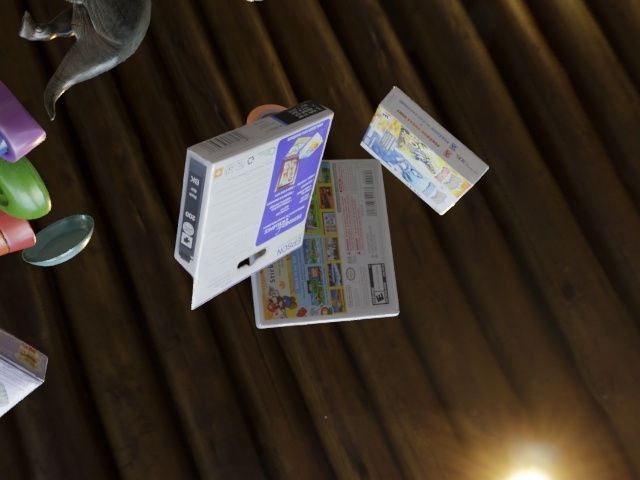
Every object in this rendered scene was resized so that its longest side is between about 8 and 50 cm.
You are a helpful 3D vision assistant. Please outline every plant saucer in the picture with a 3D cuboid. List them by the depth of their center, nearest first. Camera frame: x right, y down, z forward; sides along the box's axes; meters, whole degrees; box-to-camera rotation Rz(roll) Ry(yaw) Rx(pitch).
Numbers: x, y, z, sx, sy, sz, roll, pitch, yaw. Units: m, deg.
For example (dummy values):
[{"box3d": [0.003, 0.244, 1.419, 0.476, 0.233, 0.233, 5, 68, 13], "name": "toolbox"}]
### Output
[{"box3d": [-0.397, 0.004, 1.352, 0.119, 0.119, 0.021, -25, -59, -5], "name": "plant saucer"}]

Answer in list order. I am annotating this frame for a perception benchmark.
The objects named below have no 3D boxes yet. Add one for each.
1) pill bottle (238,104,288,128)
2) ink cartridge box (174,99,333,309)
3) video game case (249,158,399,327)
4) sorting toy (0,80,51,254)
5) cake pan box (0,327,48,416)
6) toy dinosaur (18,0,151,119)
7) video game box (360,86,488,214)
[{"box3d": [-0.095, -0.106, 1.442, 0.130, 0.246, 0.130, 8, -130, -10], "name": "pill bottle"}, {"box3d": [-0.082, -0.045, 1.044, 0.045, 0.208, 0.206, 33, -140, 25], "name": "ink cartridge box"}, {"box3d": [0.000, 0.000, 1.222, 0.206, 0.026, 0.227, -3, -99, -22], "name": "video game case"}, {"box3d": [-0.356, -0.035, 0.868, 0.127, 0.365, 0.126, 47, -117, -5], "name": "sorting toy"}, {"box3d": [-0.611, 0.203, 1.384, 0.246, 0.070, 0.267, -40, -58, 19], "name": "cake pan box"}, {"box3d": [-0.261, -0.292, 1.048, 0.160, 0.121, 0.314, 12, -115, -21], "name": "toy dinosaur"}, {"box3d": [0.157, -0.135, 1.399, 0.187, 0.205, 0.048, 39, -102, 3], "name": "video game box"}]
